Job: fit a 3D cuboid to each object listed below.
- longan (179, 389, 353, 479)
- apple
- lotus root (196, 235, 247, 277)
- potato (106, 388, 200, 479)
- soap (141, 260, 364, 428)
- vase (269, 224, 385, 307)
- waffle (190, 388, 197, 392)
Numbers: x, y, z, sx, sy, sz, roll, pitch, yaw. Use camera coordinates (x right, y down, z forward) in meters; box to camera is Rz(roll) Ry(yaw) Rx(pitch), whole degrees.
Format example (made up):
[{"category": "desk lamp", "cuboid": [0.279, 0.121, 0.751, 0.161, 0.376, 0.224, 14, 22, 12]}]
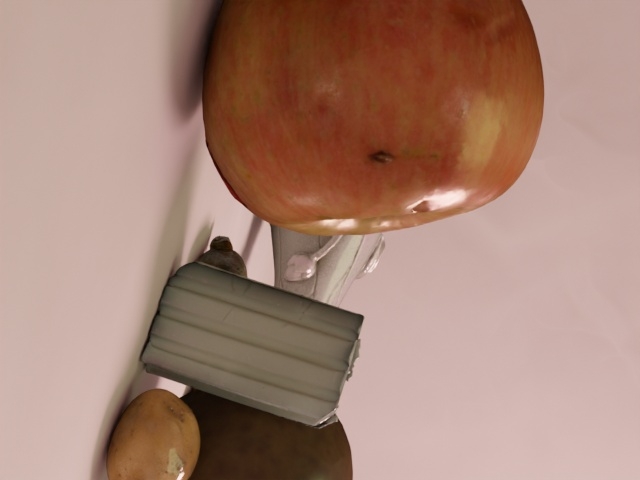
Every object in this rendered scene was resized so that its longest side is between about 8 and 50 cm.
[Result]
[{"category": "longan", "cuboid": [-0.108, 0.332, 1.819, 0.319, 0.319, 0.318, 17, 90, -87]}, {"category": "apple", "cuboid": [0.057, -0.182, 1.493, 0.391, 0.392, 0.346, 83, 5, -82]}, {"category": "lotus root", "cuboid": [-0.141, 0.054, 1.895, 0.165, 0.088, 0.088, -87, -169, -62]}, {"category": "potato", "cuboid": [-0.205, 0.249, 1.637, 0.112, 0.112, 0.147, 102, 1, -56]}, {"category": "soap", "cuboid": [-0.081, 0.132, 1.718, 0.094, 0.262, 0.150, 109, 0, -75]}, {"category": "vase", "cuboid": [0.000, 0.000, 2.488, 0.250, 0.250, 0.445, 94, 10, -76]}, {"category": "waffle", "cuboid": [-0.214, 0.358, 2.335, 0.325, 0.068, 0.302, 98, 9, -59]}]
